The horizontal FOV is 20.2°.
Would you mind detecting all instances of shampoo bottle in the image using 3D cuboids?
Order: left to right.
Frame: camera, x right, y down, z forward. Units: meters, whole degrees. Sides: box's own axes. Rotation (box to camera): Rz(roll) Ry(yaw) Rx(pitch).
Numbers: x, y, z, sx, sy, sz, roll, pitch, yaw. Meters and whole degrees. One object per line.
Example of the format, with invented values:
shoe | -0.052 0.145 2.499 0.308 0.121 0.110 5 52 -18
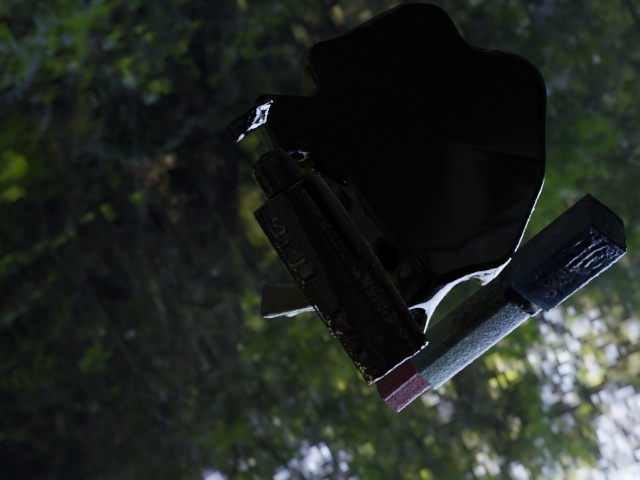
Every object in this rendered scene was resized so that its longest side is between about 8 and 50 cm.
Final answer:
shampoo bottle | 0.000 0.000 1.428 0.068 0.236 0.067 -34 179 22

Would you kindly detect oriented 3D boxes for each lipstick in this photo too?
lipstick | 0.157 0.072 1.685 0.312 0.051 0.051 -41 -152 31

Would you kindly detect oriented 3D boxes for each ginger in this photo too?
ginger | 0.069 -0.078 2.143 0.413 0.358 0.211 -58 -171 -31
